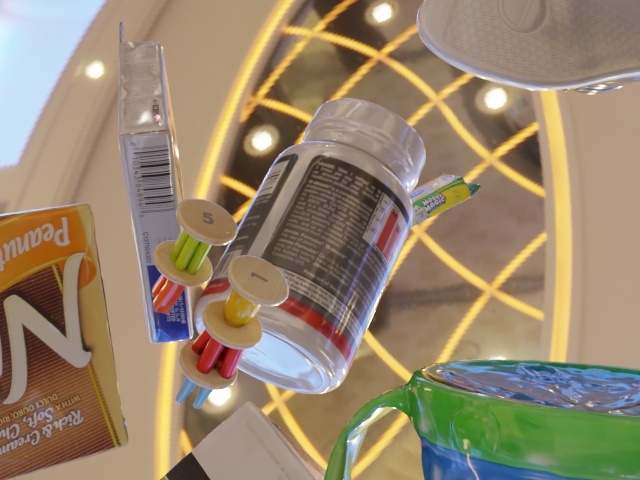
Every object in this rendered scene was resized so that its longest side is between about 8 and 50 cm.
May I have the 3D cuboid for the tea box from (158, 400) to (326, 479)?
[{"bbox_3d":[-0.073,0.403,1.042,0.323,0.329,0.220,-42,-130,-4],"label":"tea box"}]

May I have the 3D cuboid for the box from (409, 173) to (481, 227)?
[{"bbox_3d":[0.175,-0.064,1.654,0.179,0.043,0.105,-26,-169,-7],"label":"box"}]

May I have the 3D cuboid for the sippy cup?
[{"bbox_3d":[0.165,0.199,0.604,0.305,0.240,0.224,3,-90,55],"label":"sippy cup"}]

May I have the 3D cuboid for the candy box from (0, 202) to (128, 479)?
[{"bbox_3d":[-0.301,0.087,0.659,0.317,0.182,0.088,-11,-174,-35],"label":"candy box"}]

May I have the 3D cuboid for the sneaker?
[{"bbox_3d":[0.207,-0.176,0.885,0.296,0.147,0.104,-3,-91,-17],"label":"sneaker"}]

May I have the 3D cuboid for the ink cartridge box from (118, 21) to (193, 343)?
[{"bbox_3d":[-0.222,-0.087,1.335,0.072,0.324,0.330,-6,-143,-6],"label":"ink cartridge box"}]

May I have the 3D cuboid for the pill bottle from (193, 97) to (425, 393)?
[{"bbox_3d":[0.000,0.000,1.301,0.210,0.210,0.362,9,-122,30],"label":"pill bottle"}]

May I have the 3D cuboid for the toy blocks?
[{"bbox_3d":[-0.102,0.058,0.811,0.123,0.054,0.148,47,-56,23],"label":"toy blocks"}]
